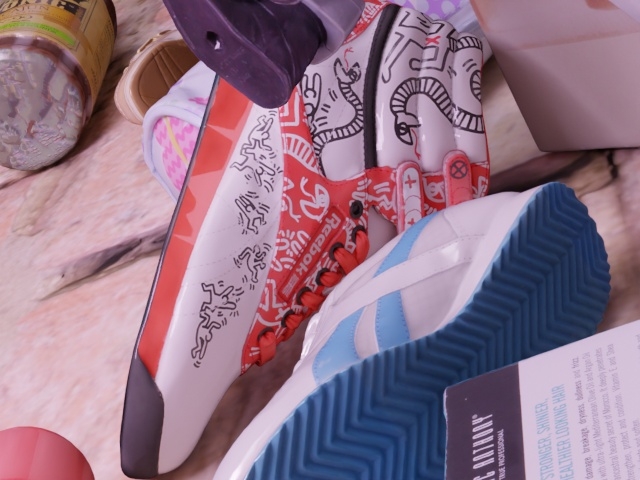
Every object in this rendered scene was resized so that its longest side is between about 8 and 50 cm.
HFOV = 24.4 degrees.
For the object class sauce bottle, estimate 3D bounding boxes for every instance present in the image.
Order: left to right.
[{"bbox_3d":[-0.238,-0.176,1.304,0.111,0.111,0.344,-25,25,10],"label":"sauce bottle"}]

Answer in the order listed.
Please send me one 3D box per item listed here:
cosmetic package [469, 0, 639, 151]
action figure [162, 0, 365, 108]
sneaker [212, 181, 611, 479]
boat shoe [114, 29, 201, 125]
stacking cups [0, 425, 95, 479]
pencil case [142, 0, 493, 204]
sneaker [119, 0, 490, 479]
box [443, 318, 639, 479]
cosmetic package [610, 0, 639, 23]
[{"bbox_3d":[0.230,-0.139,0.695,0.296,0.129,0.153,-1,37,46],"label":"cosmetic package"},{"bbox_3d":[0.050,-0.182,0.685,0.285,0.099,0.185,-41,-1,-37],"label":"action figure"},{"bbox_3d":[0.029,0.062,0.596,0.092,0.087,0.228,-12,21,47],"label":"sneaker"},{"bbox_3d":[-0.120,-0.126,1.144,0.059,0.063,0.170,-19,17,28],"label":"boat shoe"},{"bbox_3d":[-0.123,0.166,0.538,0.096,0.096,0.316,-25,24,10],"label":"stacking cups"},{"bbox_3d":[0.021,-0.103,0.879,0.124,0.113,0.273,28,57,33],"label":"pencil case"},{"bbox_3d":[0.000,-0.001,0.721,0.090,0.145,0.270,121,165,-72],"label":"sneaker"},{"bbox_3d":[0.161,0.058,0.471,0.244,0.060,0.100,-21,26,17],"label":"box"},{"bbox_3d":[0.201,-0.134,0.445,0.217,0.156,0.385,-43,34,5],"label":"cosmetic package"}]
